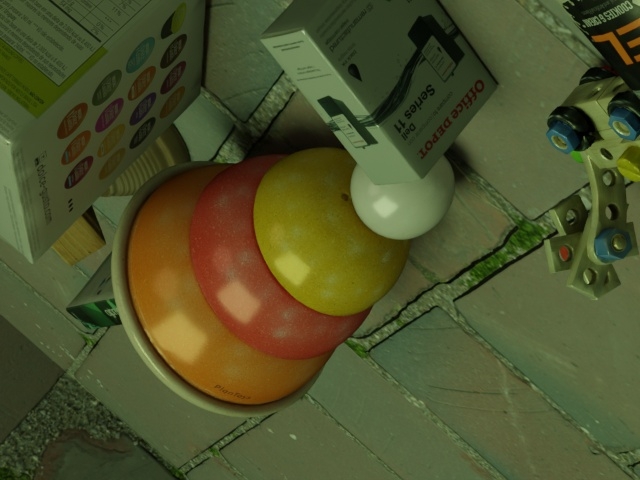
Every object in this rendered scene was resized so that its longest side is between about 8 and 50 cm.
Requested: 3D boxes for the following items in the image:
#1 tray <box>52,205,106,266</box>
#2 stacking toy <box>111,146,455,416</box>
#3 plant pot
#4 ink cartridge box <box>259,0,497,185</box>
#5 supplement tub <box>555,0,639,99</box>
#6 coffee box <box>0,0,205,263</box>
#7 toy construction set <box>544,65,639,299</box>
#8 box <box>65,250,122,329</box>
[{"bbox_3d":[-0.459,-0.160,2.398,0.411,0.076,0.203,56,-175,-45],"label":"tray"},{"bbox_3d":[0.000,0.000,2.046,0.350,0.351,0.480,47,138,-15],"label":"stacking toy"},{"bbox_3d":[-0.313,-0.141,2.417,0.237,0.110,0.237,32,155,17],"label":"plant pot"},{"bbox_3d":[0.063,-0.181,1.705,0.208,0.153,0.087,50,154,-23],"label":"ink cartridge box"},{"bbox_3d":[0.286,-0.204,1.261,0.316,0.193,0.193,46,157,-13],"label":"supplement tub"},{"bbox_3d":[-0.369,-0.249,2.019,0.338,0.334,0.338,38,158,11],"label":"coffee box"},{"bbox_3d":[0.325,-0.061,1.541,0.215,0.151,0.327,47,146,-15],"label":"toy construction set"},{"bbox_3d":[-0.234,0.019,2.423,0.058,0.232,0.322,42,158,-16],"label":"box"}]
